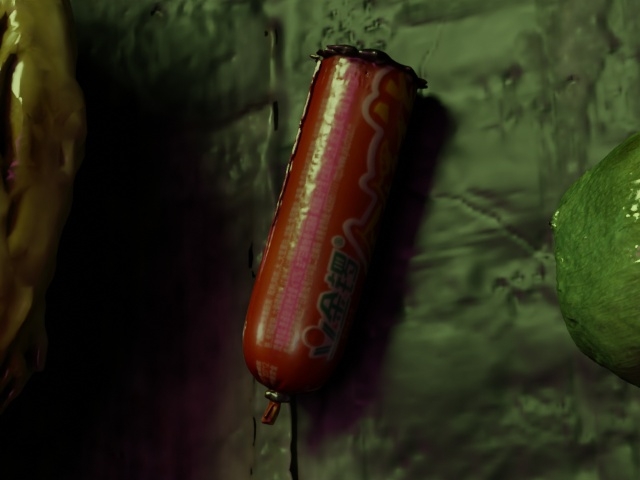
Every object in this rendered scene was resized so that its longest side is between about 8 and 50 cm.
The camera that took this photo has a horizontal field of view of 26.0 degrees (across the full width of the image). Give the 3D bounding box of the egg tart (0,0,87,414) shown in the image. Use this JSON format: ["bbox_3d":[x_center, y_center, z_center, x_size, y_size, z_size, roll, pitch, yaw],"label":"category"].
[{"bbox_3d":[-0.250,-0.009,0.609,0.387,0.169,0.388,-7,74,25],"label":"egg tart"}]

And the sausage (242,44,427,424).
[{"bbox_3d":[0.000,0.000,0.529,0.048,0.050,0.145,17,84,-9],"label":"sausage"}]

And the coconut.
[{"bbox_3d":[0.120,0.003,0.439,0.096,0.088,0.088,-25,65,28],"label":"coconut"}]
